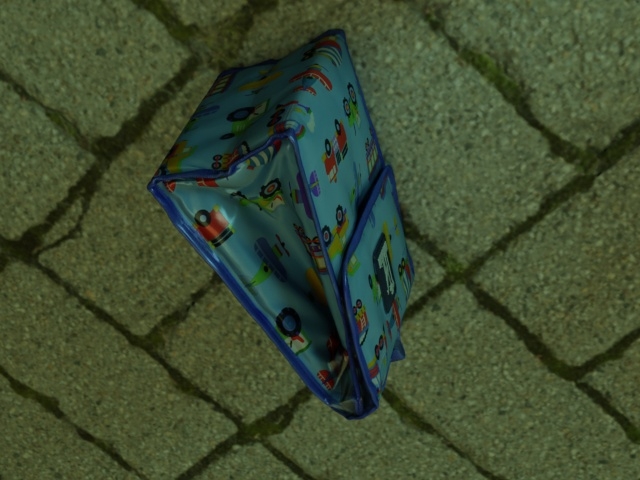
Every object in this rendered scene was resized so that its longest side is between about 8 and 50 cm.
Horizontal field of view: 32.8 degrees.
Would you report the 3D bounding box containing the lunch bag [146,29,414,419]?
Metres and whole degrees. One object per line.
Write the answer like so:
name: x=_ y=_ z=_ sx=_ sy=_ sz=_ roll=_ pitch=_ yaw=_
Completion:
lunch bag: x=0.000 y=0.000 z=0.964 sx=0.138 sy=0.221 sz=0.293 roll=-17 pitch=117 yaw=21
